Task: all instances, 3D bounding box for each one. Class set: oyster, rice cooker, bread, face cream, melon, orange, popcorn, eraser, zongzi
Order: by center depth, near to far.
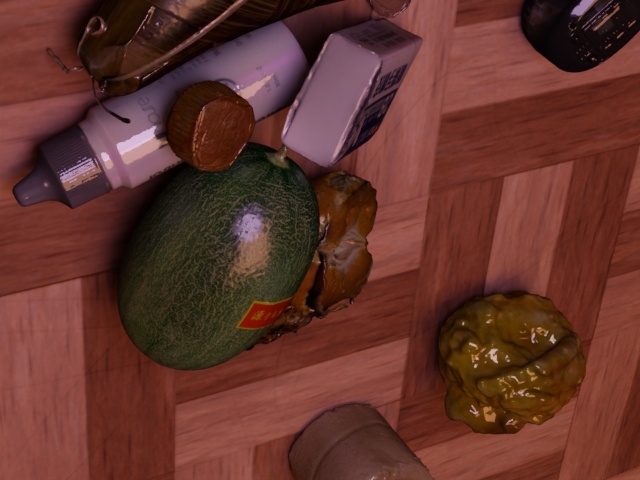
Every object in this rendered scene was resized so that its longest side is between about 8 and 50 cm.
[{"bbox_3d":[-0.106,-0.109,1.202,0.085,0.053,0.085,-25,130,-33],"label":"bread"},{"bbox_3d":[-0.089,-0.203,1.216,0.241,0.111,0.248,28,104,-35],"label":"zongzi"},{"bbox_3d":[-0.160,-0.115,1.258,0.311,0.092,0.092,-28,133,-13],"label":"face cream"},{"bbox_3d":[0.037,-0.154,1.299,0.124,0.068,0.210,-65,172,20],"label":"eraser"},{"bbox_3d":[-0.102,0.011,1.318,0.182,0.182,0.288,8,130,-38],"label":"melon"},{"bbox_3d":[0.000,0.000,1.433,0.160,0.112,0.170,77,28,-46],"label":"orange"},{"bbox_3d":[0.308,-0.269,1.448,0.165,0.106,0.112,-42,133,16],"label":"rice cooker"},{"bbox_3d":[-0.058,0.085,1.504,0.177,0.056,0.105,-7,133,-36],"label":"oyster"},{"bbox_3d":[0.054,0.306,1.677,0.148,0.141,0.134,-12,129,-28],"label":"bread"},{"bbox_3d":[0.249,0.159,1.680,0.197,0.197,0.155,-21,147,-19],"label":"popcorn"}]

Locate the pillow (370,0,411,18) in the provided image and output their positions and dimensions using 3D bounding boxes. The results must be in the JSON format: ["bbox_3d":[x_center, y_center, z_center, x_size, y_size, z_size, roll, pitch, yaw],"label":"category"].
[{"bbox_3d":[0.054,-0.321,1.288,0.135,0.034,0.211,-49,133,11],"label":"pillow"}]
